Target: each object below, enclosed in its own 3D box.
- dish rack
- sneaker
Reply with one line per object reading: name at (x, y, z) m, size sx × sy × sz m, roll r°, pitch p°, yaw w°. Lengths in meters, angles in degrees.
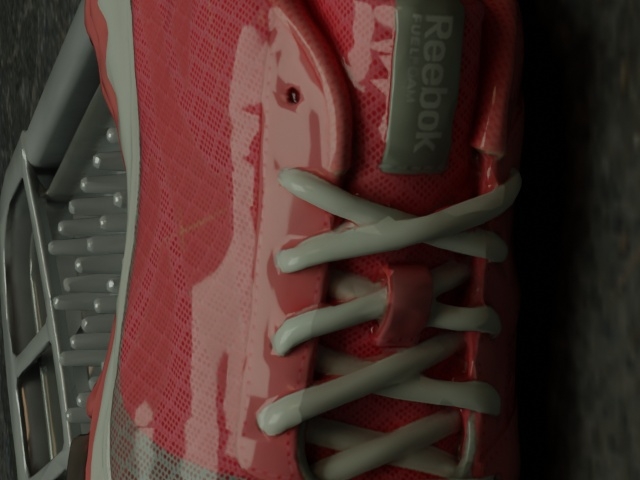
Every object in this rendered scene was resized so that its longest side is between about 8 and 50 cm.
dish rack at (-0.053, 0.060, 0.676) m, size 0.333 × 0.072 × 0.285 m, roll 132°, pitch 133°, yaw -64°
sneaker at (-0.001, 0.000, 0.453) m, size 0.136 × 0.116 × 0.314 m, roll 134°, pitch 130°, yaw -62°
